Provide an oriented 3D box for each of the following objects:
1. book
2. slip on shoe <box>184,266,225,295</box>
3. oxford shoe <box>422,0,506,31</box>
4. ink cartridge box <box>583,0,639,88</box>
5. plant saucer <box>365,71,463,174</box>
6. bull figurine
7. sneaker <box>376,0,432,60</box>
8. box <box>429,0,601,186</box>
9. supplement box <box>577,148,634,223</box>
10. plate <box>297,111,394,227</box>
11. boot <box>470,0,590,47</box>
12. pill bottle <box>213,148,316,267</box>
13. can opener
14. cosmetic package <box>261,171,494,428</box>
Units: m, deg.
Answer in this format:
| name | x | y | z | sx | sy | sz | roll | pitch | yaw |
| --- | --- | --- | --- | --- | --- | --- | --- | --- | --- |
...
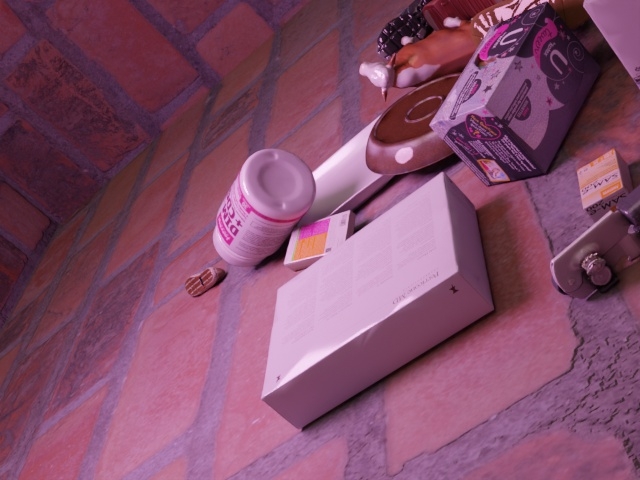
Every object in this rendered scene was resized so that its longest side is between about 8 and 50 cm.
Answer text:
| name | x | y | z | sx | sy | sz | roll | pitch | yaw |
| --- | --- | --- | --- | --- | --- | --- | --- | --- | --- |
| book | 0.000 | 0.000 | 1.702 | 0.144 | 0.035 | 0.096 | -16 | 51 | 36 |
| slip on shoe | -0.279 | 0.096 | 2.078 | 0.041 | 0.051 | 0.135 | -12 | -16 | -43 |
| oxford shoe | 0.356 | -0.552 | 1.962 | 0.130 | 0.123 | 0.348 | -43 | 23 | -8 |
| ink cartridge box | 0.489 | -0.302 | 1.143 | 0.168 | 0.232 | 0.171 | -23 | 31 | 40 |
| plant saucer | 0.214 | -0.243 | 1.702 | 0.311 | 0.050 | 0.310 | -26 | 27 | 15 |
| bull figurine | 0.236 | -0.395 | 1.848 | 0.311 | 0.101 | 0.188 | -16 | 27 | 5 |
| sneaker | 0.251 | -0.563 | 2.234 | 0.267 | 0.101 | 0.106 | -44 | 0 | 6 |
| box | 0.323 | -0.240 | 1.420 | 0.142 | 0.163 | 0.247 | -12 | 40 | 57 |
| supplement box | 0.391 | -0.075 | 1.185 | 0.062 | 0.036 | 0.098 | -33 | 26 | 30 |
| plate | 0.063 | -0.132 | 1.854 | 0.277 | 0.045 | 0.278 | -39 | 23 | 18 |
| boot | 0.424 | -0.411 | 1.533 | 0.203 | 0.095 | 0.262 | -21 | 5 | -37 |
| pill bottle | -0.129 | -0.059 | 1.832 | 0.160 | 0.160 | 0.283 | -61 | 6 | -34 |
| can opener | 0.394 | -0.036 | 1.064 | 0.280 | 0.074 | 0.093 | -41 | 22 | 11 |
| cosmetic package | 0.082 | 0.092 | 1.368 | 0.377 | 0.097 | 0.284 | -36 | 22 | 24 |
